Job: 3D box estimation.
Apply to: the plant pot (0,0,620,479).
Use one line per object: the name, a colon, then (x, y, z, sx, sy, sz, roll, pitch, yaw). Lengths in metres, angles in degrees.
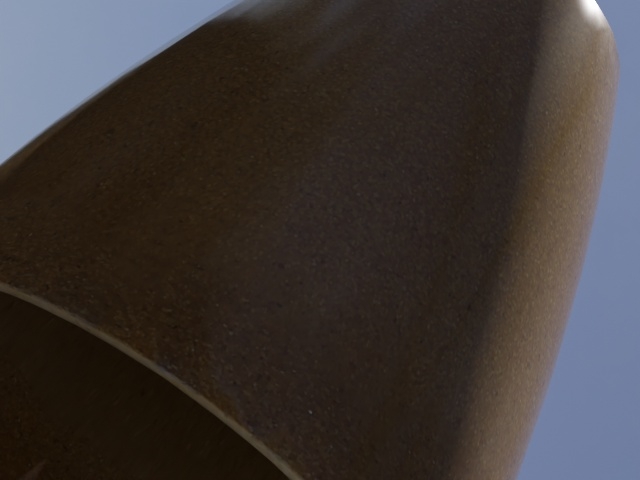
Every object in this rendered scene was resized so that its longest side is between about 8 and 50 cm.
plant pot: (0.000, 0.000, 0.705, 0.254, 0.237, 0.237, -54, -178, -27)
